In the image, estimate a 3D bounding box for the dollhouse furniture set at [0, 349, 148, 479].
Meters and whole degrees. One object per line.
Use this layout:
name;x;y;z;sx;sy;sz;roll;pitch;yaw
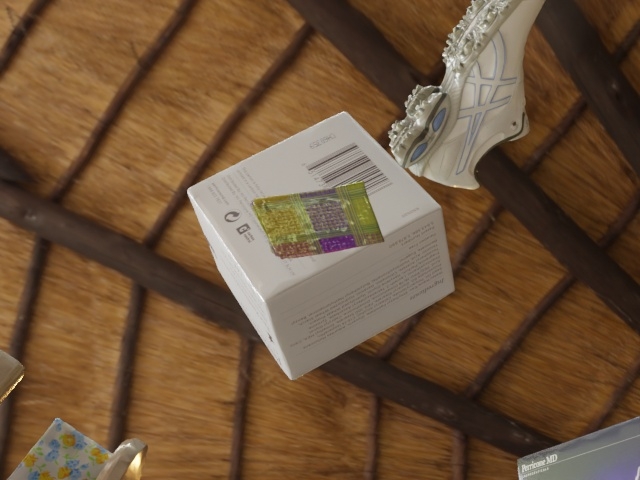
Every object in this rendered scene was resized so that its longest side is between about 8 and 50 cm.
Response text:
dollhouse furniture set;-0.368;0.185;0.667;0.362;0.256;0.394;30;-128;5

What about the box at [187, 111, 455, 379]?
box;0.000;0.000;0.938;0.182;0.119;0.181;-28;-134;-12

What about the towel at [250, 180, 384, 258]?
towel;-0.003;-0.014;0.687;0.083;0.060;0.009;-9;-136;15

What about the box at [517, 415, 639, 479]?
box;0.312;0.274;0.950;0.261;0.103;0.184;-40;-140;51

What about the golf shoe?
golf shoe;0.126;-0.117;0.733;0.176;0.086;0.069;-57;-166;24
